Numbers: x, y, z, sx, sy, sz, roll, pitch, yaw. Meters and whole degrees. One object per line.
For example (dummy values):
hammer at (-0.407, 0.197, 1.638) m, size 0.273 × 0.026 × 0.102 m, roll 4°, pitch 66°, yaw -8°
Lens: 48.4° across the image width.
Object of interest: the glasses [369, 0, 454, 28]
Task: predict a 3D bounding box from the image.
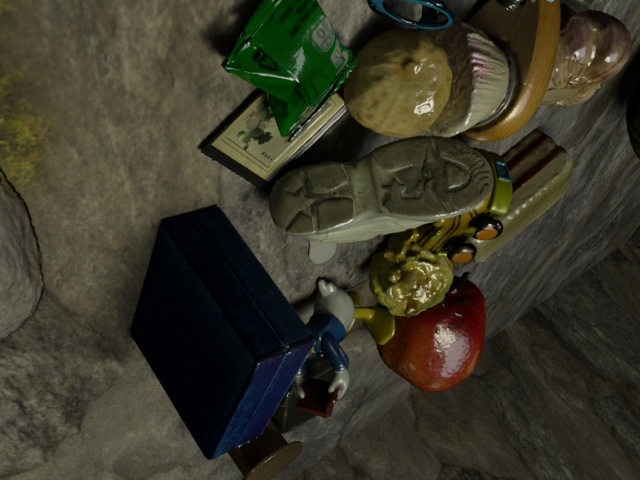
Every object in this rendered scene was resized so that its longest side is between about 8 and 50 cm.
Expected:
glasses at (0.134, -0.351, 0.821) m, size 0.207 × 0.102 × 0.239 m, roll -45°, pitch 155°, yaw 12°

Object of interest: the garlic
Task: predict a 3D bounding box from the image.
garlic at (0.386, -0.313, 1.189) m, size 0.245 × 0.160 × 0.245 m, roll -6°, pitch 171°, yaw -1°

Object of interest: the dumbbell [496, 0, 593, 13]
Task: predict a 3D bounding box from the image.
dumbbell at (0.357, -0.457, 0.864) m, size 0.179 × 0.179 × 0.406 m, roll -3°, pitch 137°, yaw -54°

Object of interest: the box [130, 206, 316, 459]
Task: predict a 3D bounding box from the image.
box at (-0.157, 0.140, 1.061) m, size 0.116 × 0.261 × 0.279 m, roll -17°, pitch 148°, yaw -36°

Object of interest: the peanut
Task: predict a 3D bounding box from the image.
peanut at (0.106, -0.215, 0.977) m, size 0.109 × 0.141 × 0.159 m, roll -77°, pitch -169°, yaw -47°

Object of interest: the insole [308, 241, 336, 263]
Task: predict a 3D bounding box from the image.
insole at (0.000, 0.000, 1.359) m, size 0.065 × 0.004 × 0.197 m, roll -36°, pitch 156°, yaw -9°

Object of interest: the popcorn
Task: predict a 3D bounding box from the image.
popcorn at (0.198, 0.071, 1.572) m, size 0.188 × 0.167 × 0.185 m, roll -11°, pitch 143°, yaw -42°

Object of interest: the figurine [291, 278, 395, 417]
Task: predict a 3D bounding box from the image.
figurine at (-0.031, 0.220, 1.483) m, size 0.338 × 0.283 × 0.205 m, roll 15°, pitch 166°, yaw -41°

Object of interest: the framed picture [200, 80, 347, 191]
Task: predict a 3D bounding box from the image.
framed picture at (-0.053, -0.161, 0.996) m, size 0.199 × 0.010 × 0.195 m, roll -43°, pitch 155°, yaw 8°

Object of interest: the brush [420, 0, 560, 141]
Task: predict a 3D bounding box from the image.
brush at (0.241, -0.277, 1.049) m, size 0.166 × 0.174 × 0.266 m, roll 3°, pitch 120°, yaw -45°

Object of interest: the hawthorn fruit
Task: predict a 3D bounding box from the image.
hawthorn fruit at (0.306, 0.208, 1.827) m, size 0.285 × 0.284 × 0.368 m, roll -17°, pitch 144°, yaw -41°

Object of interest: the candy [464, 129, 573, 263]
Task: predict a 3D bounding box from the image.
candy at (0.436, -0.096, 1.663) m, size 0.321 × 0.135 × 0.179 m, roll -37°, pitch 157°, yaw -5°

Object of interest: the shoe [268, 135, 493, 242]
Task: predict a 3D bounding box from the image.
shoe at (0.096, -0.071, 1.146) m, size 0.342 × 0.132 × 0.210 m, roll -11°, pitch 173°, yaw 3°

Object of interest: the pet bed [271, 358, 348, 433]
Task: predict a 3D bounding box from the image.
pet bed at (-0.062, 0.320, 1.663) m, size 0.211 × 0.159 × 0.183 m, roll -25°, pitch 138°, yaw -36°

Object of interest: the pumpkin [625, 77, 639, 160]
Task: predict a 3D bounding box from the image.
pumpkin at (0.926, -0.346, 1.675) m, size 0.454 × 0.344 × 0.454 m, roll -35°, pitch 152°, yaw -22°

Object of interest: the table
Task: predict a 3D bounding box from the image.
table at (-0.169, 0.404, 1.545) m, size 0.167 × 0.226 × 0.167 m, roll -32°, pitch 154°, yaw -18°

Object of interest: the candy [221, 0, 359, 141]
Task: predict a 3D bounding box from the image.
candy at (-0.031, -0.208, 0.856) m, size 0.141 × 0.078 × 0.203 m, roll -38°, pitch 152°, yaw 8°

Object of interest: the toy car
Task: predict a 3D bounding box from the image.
toy car at (0.252, -0.076, 1.395) m, size 0.142 × 0.200 × 0.248 m, roll 11°, pitch 141°, yaw -24°
